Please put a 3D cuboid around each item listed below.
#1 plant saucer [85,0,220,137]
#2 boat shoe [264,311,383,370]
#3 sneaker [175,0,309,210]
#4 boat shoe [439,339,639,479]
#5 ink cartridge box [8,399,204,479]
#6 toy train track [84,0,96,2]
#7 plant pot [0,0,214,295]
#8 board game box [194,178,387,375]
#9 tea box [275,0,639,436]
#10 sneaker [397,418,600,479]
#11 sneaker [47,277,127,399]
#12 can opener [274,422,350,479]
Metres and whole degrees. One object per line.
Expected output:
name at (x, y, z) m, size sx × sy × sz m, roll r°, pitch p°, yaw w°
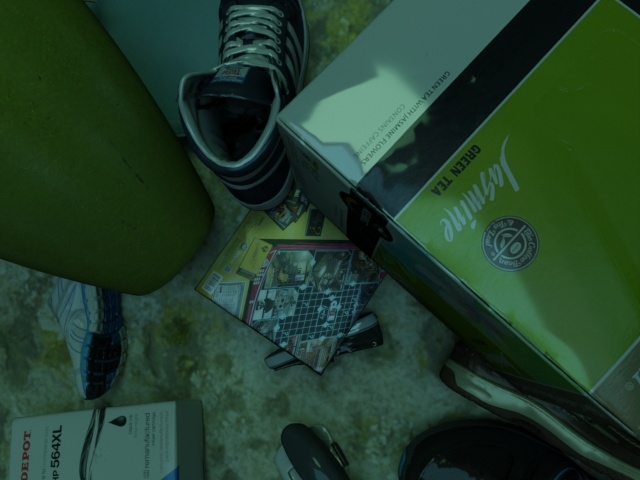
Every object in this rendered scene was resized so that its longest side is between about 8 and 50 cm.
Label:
plant saucer at (-0.177, -0.278, 0.631) m, size 0.318 × 0.044 × 0.317 m, roll 0°, pitch 91°, yaw 7°
boat shoe at (0.005, 0.126, 0.613) m, size 0.142 × 0.049 × 0.040 m, roll -22°, pitch 89°, yaw 5°
sneaker at (-0.069, -0.179, 0.512) m, size 0.099 × 0.153 × 0.282 m, roll -2°, pitch 84°, yaw 7°
boat shoe at (0.262, 0.170, 0.559) m, size 0.258 × 0.095 × 0.095 m, roll 27°, pitch 88°, yaw 6°
ink cartridge box at (-0.245, 0.270, 0.612) m, size 0.203 × 0.086 × 0.148 m, roll -9°, pitch 73°, yaw 7°
toy train track at (-0.272, -0.298, 0.616) m, size 0.048 × 0.014 × 0.083 m, roll 14°, pitch 87°, yaw 14°
plant pot at (-0.257, -0.078, 0.522) m, size 0.275 × 0.274 × 0.293 m, roll -41°, pitch 122°, yaw 6°
board game box at (0.000, 0.000, 0.587) m, size 0.165 × 0.042 × 0.243 m, roll 33°, pitch 83°, yaw 6°
tea box at (0.196, -0.080, 0.463) m, size 0.323 × 0.220 × 0.329 m, roll 43°, pitch 85°, yaw 9°
sneaker at (0.249, 0.285, 0.538) m, size 0.341 × 0.140 × 0.125 m, roll 15°, pitch 93°, yaw 7°
sneaker at (-0.291, 0.097, 0.647) m, size 0.083 × 0.071 × 0.190 m, roll -5°, pitch 82°, yaw 14°
can opener at (0.032, 0.328, 0.558) m, size 0.076 × 0.095 × 0.283 m, roll -35°, pitch 62°, yaw 1°
